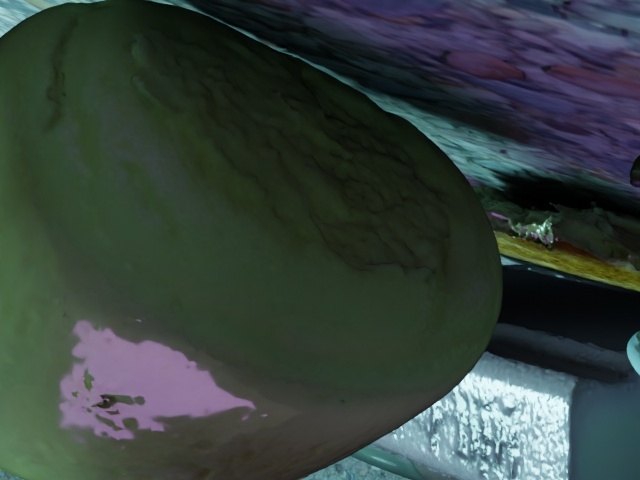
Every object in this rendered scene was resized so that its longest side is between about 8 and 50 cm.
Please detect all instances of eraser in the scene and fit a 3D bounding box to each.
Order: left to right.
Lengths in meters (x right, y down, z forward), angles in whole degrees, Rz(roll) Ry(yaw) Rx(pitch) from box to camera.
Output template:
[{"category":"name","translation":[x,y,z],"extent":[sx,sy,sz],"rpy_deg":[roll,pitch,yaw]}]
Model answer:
[{"category":"eraser","translation":[0.165,0.104,1.093],"extent":[0.272,0.122,0.359],"rpy_deg":[-8,-167,-33]}]

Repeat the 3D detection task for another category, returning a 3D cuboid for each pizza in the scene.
[{"category":"pizza","translation":[0.138,-0.003,0.760],"extent":[0.181,0.034,0.262],"rpy_deg":[15,179,43]}]

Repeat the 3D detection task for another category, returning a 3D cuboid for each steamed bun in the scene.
[{"category":"steamed bun","translation":[-0.060,0.035,0.605],"extent":[0.273,0.166,0.232],"rpy_deg":[23,134,-36]}]

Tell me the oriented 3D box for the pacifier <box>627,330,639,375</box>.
[{"category":"pacifier","translation":[0.259,0.167,0.789],"extent":[0.238,0.225,0.287],"rpy_deg":[17,-164,-34]}]

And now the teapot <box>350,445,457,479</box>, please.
[{"category":"teapot","translation":[0.107,0.124,1.562],"extent":[0.312,0.233,0.315],"rpy_deg":[7,-153,41]}]

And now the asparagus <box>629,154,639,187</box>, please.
[{"category":"asparagus","translation":[0.175,-0.014,0.518],"extent":[0.127,0.015,0.018],"rpy_deg":[15,178,37]}]
